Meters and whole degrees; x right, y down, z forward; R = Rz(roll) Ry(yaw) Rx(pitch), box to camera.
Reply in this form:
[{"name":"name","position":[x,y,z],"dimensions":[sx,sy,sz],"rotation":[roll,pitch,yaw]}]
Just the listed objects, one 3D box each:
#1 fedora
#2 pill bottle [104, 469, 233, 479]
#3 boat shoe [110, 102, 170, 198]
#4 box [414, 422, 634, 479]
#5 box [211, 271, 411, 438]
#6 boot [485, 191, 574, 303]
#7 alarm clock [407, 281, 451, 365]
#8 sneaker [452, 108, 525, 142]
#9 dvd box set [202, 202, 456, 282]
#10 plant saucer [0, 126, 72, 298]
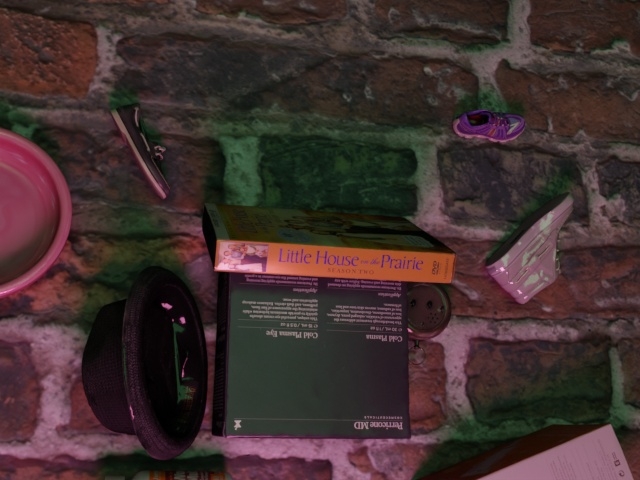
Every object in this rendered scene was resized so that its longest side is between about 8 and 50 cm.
[{"name":"fedora","position":[-0.319,0.216,1.383],"dimensions":[0.153,0.334,0.333],"rotation":[-9,78,15]},{"name":"pill bottle","position":[-0.268,0.465,1.380],"dimensions":[0.221,0.121,0.121],"rotation":[5,76,-13]},{"name":"boat shoe","position":[-0.336,-0.179,1.538],"dimensions":[0.065,0.075,0.206],"rotation":[-29,81,-15]},{"name":"box","position":[0.383,0.482,1.493],"dimensions":[0.346,0.215,0.168],"rotation":[-16,82,-18]},{"name":"box","position":[-0.021,0.210,1.472],"dimensions":[0.344,0.179,0.312],"rotation":[4,75,-13]},{"name":"boot","position":[0.478,0.019,1.698],"dimensions":[0.258,0.095,0.123],"rotation":[-43,96,-11]},{"name":"alarm clock","position":[0.200,0.158,1.604],"dimensions":[0.130,0.064,0.191],"rotation":[7,79,-13]},{"name":"sneaker","position":[0.378,-0.257,1.738],"dimensions":[0.170,0.071,0.068],"rotation":[-4,78,-16]},{"name":"dvd box set","position":[0.000,0.000,1.466],"dimensions":[0.421,0.307,0.062],"rotation":[4,103,-13]},{"name":"plant saucer","position":[-0.620,-0.045,1.417],"dimensions":[0.332,0.084,0.331],"rotation":[6,69,-16]}]
